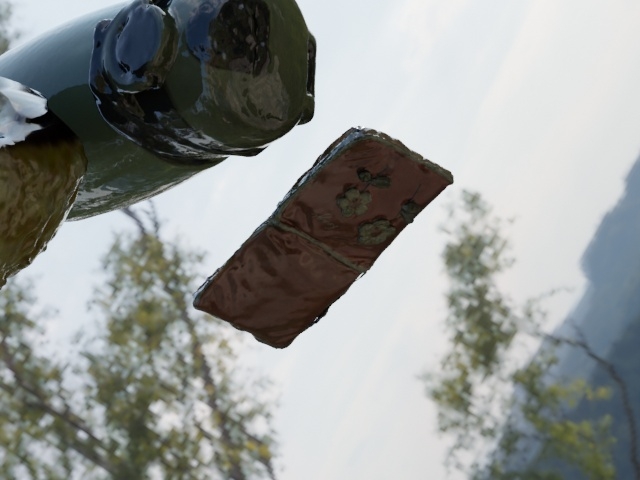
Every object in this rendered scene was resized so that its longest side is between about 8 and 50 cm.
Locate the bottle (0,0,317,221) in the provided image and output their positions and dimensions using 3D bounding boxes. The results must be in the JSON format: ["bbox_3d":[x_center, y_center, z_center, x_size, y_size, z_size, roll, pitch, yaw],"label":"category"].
[{"bbox_3d":[-0.141,-0.118,1.060,0.347,0.168,0.168,-13,31,49],"label":"bottle"}]

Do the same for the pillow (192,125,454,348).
[{"bbox_3d":[0.000,0.000,1.114,0.126,0.043,0.232,26,-62,-36],"label":"pillow"}]

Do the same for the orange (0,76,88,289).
[{"bbox_3d":[-0.353,-0.021,0.899,0.368,0.271,0.210,-6,-66,-43],"label":"orange"}]
